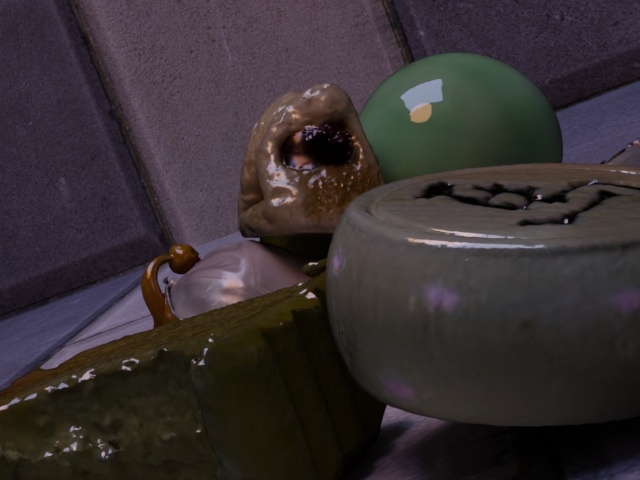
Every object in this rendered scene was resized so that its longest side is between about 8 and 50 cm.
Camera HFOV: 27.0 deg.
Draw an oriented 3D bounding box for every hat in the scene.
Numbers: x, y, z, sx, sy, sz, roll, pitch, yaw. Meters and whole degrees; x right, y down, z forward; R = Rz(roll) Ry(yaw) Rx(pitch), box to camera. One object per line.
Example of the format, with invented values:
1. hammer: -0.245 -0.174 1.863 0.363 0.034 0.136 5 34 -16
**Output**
1. hat: -0.023 0.035 1.335 0.226 0.164 0.219 -39 4 5

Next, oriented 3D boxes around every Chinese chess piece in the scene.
1. Chinese chess piece: 0.128 0.022 0.768 0.250 0.101 0.250 -4 13 1

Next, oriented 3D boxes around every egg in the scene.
1. egg: 0.153 -0.096 1.468 0.220 0.220 0.270 -18 -4 30

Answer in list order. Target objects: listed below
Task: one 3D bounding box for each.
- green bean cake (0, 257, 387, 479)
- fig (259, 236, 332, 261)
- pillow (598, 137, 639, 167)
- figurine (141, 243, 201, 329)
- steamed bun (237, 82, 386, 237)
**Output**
1. green bean cake: -0.086 0.116 0.844 0.236 0.124 0.233 -18 6 27
2. fig: 0.000 0.000 1.515 0.154 0.144 0.166 23 -7 28
3. pillow: 0.304 -0.043 1.226 0.169 0.059 0.255 2 19 38
4. figurine: -0.140 0.057 1.580 0.176 0.122 0.121 -27 5 -38
5. steamed bun: -0.008 -0.079 1.351 0.141 0.155 0.172 -1 0 -17
